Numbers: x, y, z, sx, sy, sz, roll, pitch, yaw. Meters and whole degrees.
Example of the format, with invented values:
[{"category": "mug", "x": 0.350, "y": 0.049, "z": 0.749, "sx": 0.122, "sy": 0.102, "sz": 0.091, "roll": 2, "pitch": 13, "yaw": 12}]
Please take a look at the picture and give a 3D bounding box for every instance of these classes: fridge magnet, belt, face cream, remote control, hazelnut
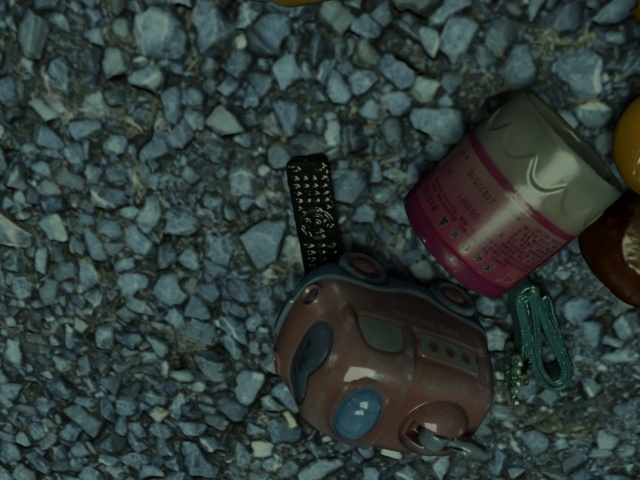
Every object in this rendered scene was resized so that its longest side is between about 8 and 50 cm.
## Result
[{"category": "fridge magnet", "x": 0.415, "y": -0.113, "z": 0.861, "sx": 0.143, "sy": 0.063, "sz": 0.142, "roll": 1, "pitch": 97, "yaw": 8}, {"category": "belt", "x": 0.288, "y": 0.134, "z": 1.022, "sx": 0.100, "sy": 0.065, "sz": 0.179, "roll": -17, "pitch": 111, "yaw": 7}, {"category": "face cream", "x": 0.224, "y": -0.054, "z": 0.870, "sx": 0.175, "sy": 0.175, "sz": 0.195, "roll": 39, "pitch": 117, "yaw": -11}, {"category": "remote control", "x": 0.000, "y": 0.000, "z": 1.016, "sx": 0.063, "sy": 0.025, "sz": 0.245, "roll": -3, "pitch": 116, "yaw": 11}, {"category": "hazelnut", "x": 0.397, "y": 0.014, "z": 0.911, "sx": 0.154, "sy": 0.143, "sz": 0.143, "roll": 29, "pitch": 117, "yaw": 3}]

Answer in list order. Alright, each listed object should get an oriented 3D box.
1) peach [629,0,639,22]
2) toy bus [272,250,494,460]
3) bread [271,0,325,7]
[{"category": "peach", "x": 0.475, "y": -0.247, "z": 0.727, "sx": 0.362, "sy": 0.201, "sz": 0.257, "roll": 37, "pitch": 158, "yaw": 5}, {"category": "toy bus", "x": 0.086, "y": 0.169, "z": 0.957, "sx": 0.294, "sy": 0.231, "sz": 0.197, "roll": 20, "pitch": 118, "yaw": -16}, {"category": "bread", "x": -0.025, "y": -0.404, "z": 0.763, "sx": 0.173, "sy": 0.121, "sz": 0.311, "roll": -12, "pitch": 113, "yaw": 15}]
